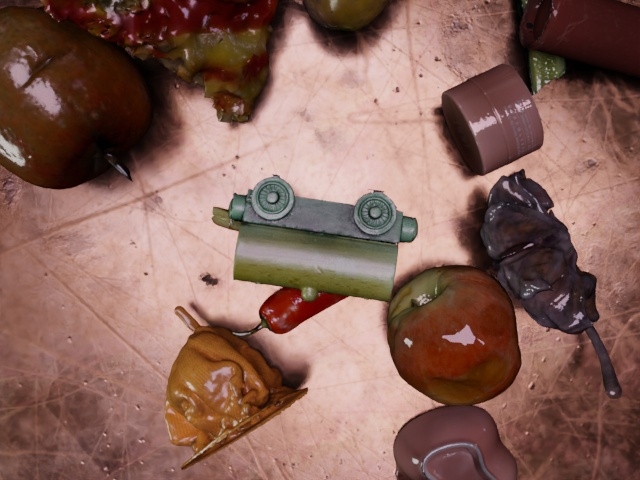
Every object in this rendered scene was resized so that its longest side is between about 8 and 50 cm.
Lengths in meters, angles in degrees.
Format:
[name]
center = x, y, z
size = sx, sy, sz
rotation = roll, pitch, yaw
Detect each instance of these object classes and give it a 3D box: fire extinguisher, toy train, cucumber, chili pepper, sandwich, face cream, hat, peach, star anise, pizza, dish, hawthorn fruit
[fire extinguisher]
center = 0.490, -0.334, 1.158
size = 0.336, 0.106, 0.147
rotation = 11, 73, -12
[toy train]
center = 0.000, 0.002, 1.175
size = 0.307, 0.126, 0.190
rotation = 8, 90, 0
[cucumber]
center = 0.359, -0.349, 1.200
size = 0.070, 0.046, 0.220
rotation = -9, 92, 0
[chili pepper]
center = -0.022, 0.097, 1.207
size = 0.272, 0.063, 0.071
rotation = -25, 87, -10
[sandwich]
center = -0.146, -0.033, 1.221
size = 0.083, 0.044, 0.031
rotation = 13, 96, 4
[face cream]
center = 0.269, -0.189, 1.151
size = 0.104, 0.149, 0.149
rotation = -26, 90, 1
[hat]
center = -0.175, 0.200, 1.157
size = 0.233, 0.244, 0.233
rotation = -31, 76, -6
[peach]
center = 0.218, 0.154, 1.141
size = 0.214, 0.214, 0.235
rotation = -37, 121, 2
[star anise]
center = 0.331, 0.046, 1.122
size = 0.139, 0.316, 0.360
rotation = -33, 47, 30
[pizza]
center = -0.154, -0.350, 1.085
size = 0.440, 0.130, 0.406
rotation = -37, 131, -13
[dish]
center = 0.223, 0.381, 1.190
size = 0.213, 0.090, 0.213
rotation = 0, 91, 1
[hawthorn fruit]
center = -0.387, -0.205, 1.120
size = 0.301, 0.268, 0.268
rotation = 41, 92, -6

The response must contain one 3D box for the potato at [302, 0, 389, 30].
[potato]
center = 0.054, -0.458, 1.127
size = 0.229, 0.229, 0.266
rotation = 20, 88, 2
